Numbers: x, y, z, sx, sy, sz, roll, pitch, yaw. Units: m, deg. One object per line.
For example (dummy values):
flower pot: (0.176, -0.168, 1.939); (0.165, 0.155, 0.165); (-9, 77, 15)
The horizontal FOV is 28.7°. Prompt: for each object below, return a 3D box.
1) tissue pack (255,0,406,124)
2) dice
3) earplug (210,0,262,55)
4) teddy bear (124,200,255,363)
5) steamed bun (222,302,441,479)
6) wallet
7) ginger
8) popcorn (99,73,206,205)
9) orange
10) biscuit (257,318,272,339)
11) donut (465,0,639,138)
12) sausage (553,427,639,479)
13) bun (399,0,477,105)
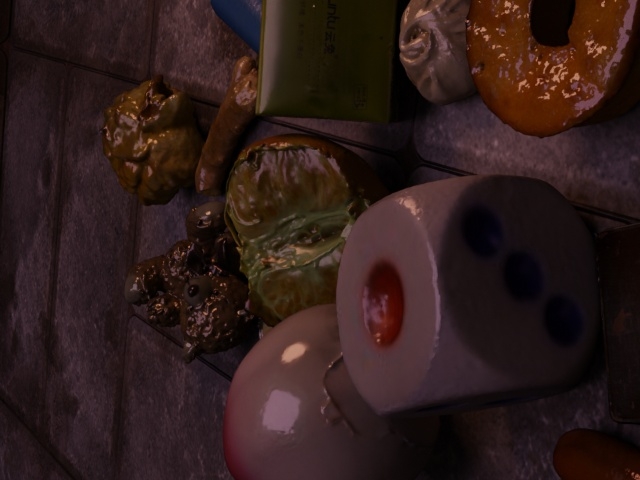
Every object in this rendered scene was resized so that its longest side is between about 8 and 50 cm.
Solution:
tissue pack: (0.021, -0.312, 1.820); (0.167, 0.200, 0.275); (-33, -53, -77)
dice: (0.181, 0.075, 1.544); (0.243, 0.251, 0.259); (-26, 68, 58)
earplug: (-0.070, -0.356, 2.081); (0.273, 0.132, 0.132); (52, 133, 41)
teddy bear: (-0.214, 0.095, 2.290); (0.267, 0.156, 0.256); (-40, 46, 16)
steamed bun: (-0.010, 0.252, 1.730); (0.309, 0.309, 0.309); (0, 90, 59)
wallet: (0.370, 0.096, 1.441); (0.122, 0.031, 0.232); (-16, 75, 62)
ginger: (-0.171, -0.197, 2.299); (0.118, 0.065, 0.299); (-104, 33, -46)
popcorn: (-0.332, -0.201, 2.444); (0.233, 0.192, 0.266); (63, 144, 36)
orange: (0.007, -0.004, 1.868); (0.262, 0.196, 0.334); (-27, 83, 52)
biscuit: (-0.032, 0.132, 2.088); (0.250, 0.046, 0.147); (-35, 62, 53)
donut: (0.304, -0.269, 1.476); (0.303, 0.110, 0.303); (-3, 86, 57)
sausage: (0.349, 0.273, 1.433); (0.197, 0.076, 0.076); (22, 109, 55)
bun: (0.159, -0.278, 1.720); (0.183, 0.102, 0.183); (-7, 82, 61)
